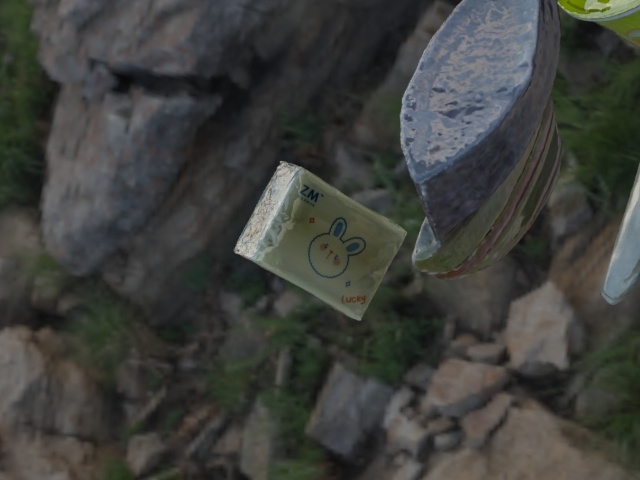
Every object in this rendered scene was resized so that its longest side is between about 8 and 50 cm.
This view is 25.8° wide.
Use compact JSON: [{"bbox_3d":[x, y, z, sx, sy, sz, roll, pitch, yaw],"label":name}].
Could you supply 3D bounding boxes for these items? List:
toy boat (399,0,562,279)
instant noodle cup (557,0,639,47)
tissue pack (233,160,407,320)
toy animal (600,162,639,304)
[{"bbox_3d":[0.159,-0.078,1.262,0.111,0.293,0.276,13,51,29],"label":"toy boat"},{"bbox_3d":[0.480,-0.360,1.811,0.311,0.221,0.311,-35,38,33],"label":"instant noodle cup"},{"bbox_3d":[0.000,0.000,1.923,0.148,0.196,0.092,-62,24,-5],"label":"tissue pack"},{"bbox_3d":[0.450,-0.066,1.612,0.188,0.308,0.266,8,101,19],"label":"toy animal"}]
